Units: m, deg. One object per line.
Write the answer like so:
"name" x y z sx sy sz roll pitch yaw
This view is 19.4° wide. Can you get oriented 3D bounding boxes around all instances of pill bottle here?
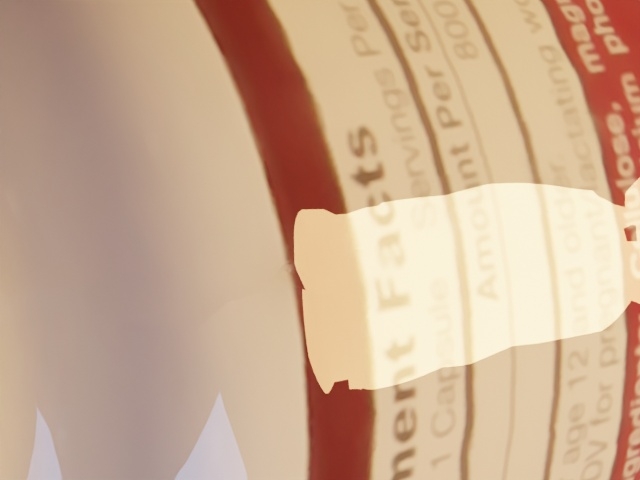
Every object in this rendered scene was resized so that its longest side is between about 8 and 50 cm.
"pill bottle" -0.018 0.007 0.452 0.392 0.224 0.224 -11 138 -41
